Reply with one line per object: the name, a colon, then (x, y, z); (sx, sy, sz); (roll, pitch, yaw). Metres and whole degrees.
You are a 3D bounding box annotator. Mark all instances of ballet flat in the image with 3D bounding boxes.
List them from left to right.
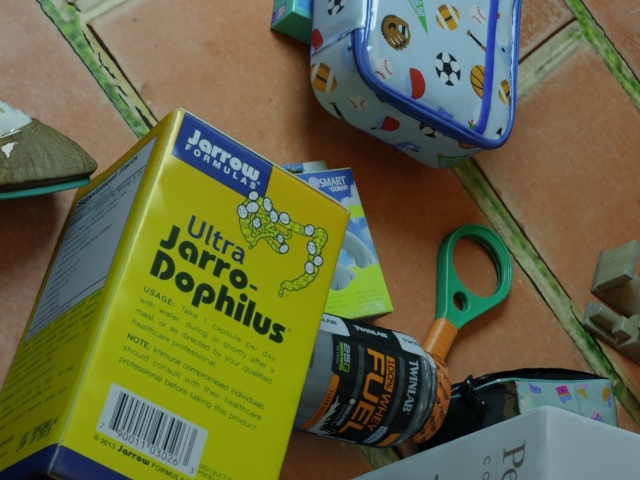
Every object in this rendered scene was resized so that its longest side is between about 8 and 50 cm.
ballet flat: (-0.343, -0.073, 1.374); (0.342, 0.116, 0.124); (-17, 104, -35)

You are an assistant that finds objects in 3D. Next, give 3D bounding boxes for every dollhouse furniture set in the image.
dollhouse furniture set: (0.395, 0.079, 1.832); (0.123, 0.151, 0.144); (34, 56, -20)

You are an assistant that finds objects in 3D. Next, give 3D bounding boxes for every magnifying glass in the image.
magnifying glass: (0.142, 0.074, 1.734); (0.092, 0.026, 0.231); (42, 50, -15)

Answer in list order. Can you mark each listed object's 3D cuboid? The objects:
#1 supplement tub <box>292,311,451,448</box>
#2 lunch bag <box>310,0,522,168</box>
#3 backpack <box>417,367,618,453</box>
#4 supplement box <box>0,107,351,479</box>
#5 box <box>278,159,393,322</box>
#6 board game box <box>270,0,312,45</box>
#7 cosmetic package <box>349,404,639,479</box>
supplement tub: (0.024, 0.133, 1.557); (0.190, 0.117, 0.117); (15, 62, -30)
lunch bag: (0.113, -0.241, 1.729); (0.243, 0.115, 0.303); (24, 61, -29)
backpack: (0.208, 0.198, 1.632); (0.188, 0.166, 0.144); (-7, 76, -35)
supplement box: (-0.138, 0.104, 1.400); (0.195, 0.194, 0.357); (30, 56, -22)
box: (0.000, 0.000, 1.647); (0.109, 0.042, 0.178); (-9, 77, -39)
board game box: (0.052, -0.268, 1.798); (0.210, 0.047, 0.160); (21, 60, -27)
cosmetic package: (0.186, 0.374, 1.391); (0.327, 0.393, 0.329); (20, 59, -29)
